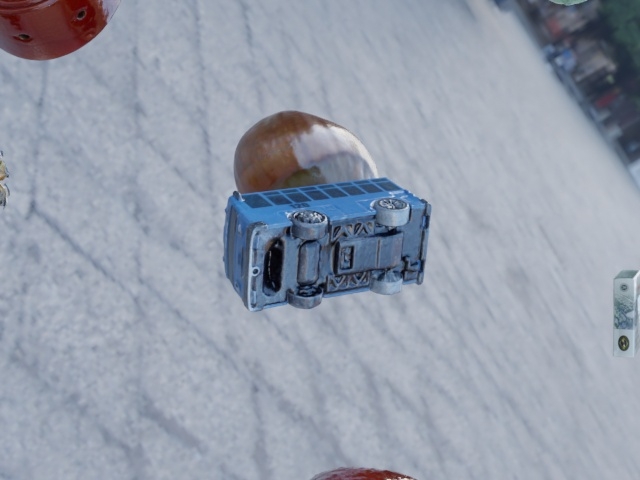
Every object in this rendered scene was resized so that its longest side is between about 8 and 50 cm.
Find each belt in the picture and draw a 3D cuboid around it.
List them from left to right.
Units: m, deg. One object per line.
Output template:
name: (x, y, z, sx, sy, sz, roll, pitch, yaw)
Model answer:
belt: (-0.368, -0.396, 1.553, 0.115, 0.227, 0.324, 77, 3, -65)

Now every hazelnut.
hazelnut: (-0.020, -0.087, 1.634, 0.214, 0.176, 0.214, 38, 26, -22)

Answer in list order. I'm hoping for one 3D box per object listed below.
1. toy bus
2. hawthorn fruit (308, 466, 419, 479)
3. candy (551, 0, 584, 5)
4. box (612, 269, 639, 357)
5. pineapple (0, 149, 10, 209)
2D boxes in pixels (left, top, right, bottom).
toy bus: (0.000, 0.000, 1.405, 0.133, 0.234, 0.116, 41, -48, 52)
hawthorn fruit: (0.031, 0.437, 1.651, 0.254, 0.300, 0.254, 3, 90, -86)
candy: (0.537, -0.464, 1.893, 0.119, 0.440, 0.119, 10, 78, -51)
box: (0.319, 0.075, 1.248, 0.054, 0.024, 0.083, -20, 110, -64)
pineapple: (-0.498, -0.047, 1.572, 0.079, 0.233, 0.135, -50, 132, -51)
